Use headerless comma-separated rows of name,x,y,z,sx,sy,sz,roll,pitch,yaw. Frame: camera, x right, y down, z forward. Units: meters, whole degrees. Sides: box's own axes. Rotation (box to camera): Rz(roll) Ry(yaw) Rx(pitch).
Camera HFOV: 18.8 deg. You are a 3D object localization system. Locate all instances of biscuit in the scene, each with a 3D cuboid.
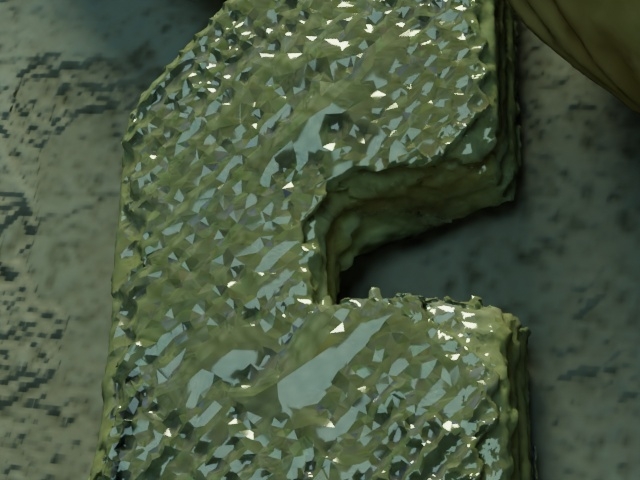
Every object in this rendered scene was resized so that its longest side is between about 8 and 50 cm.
biscuit,0.000,0.000,0.652,0.147,0.046,0.250,-8,61,21

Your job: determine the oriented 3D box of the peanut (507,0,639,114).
peanut,0.129,-0.151,0.619,0.159,0.143,0.291,-3,58,33
